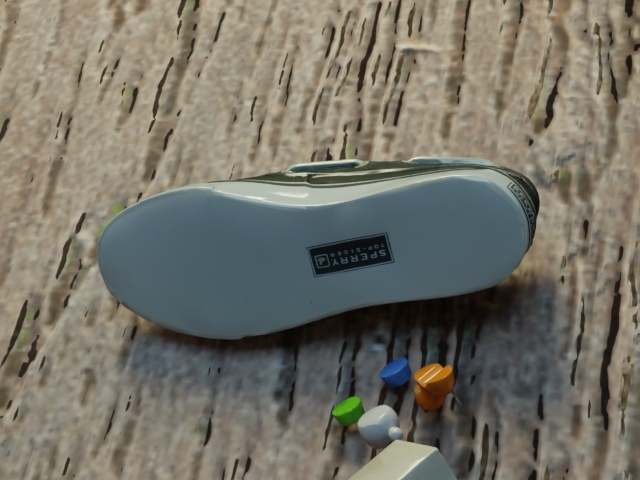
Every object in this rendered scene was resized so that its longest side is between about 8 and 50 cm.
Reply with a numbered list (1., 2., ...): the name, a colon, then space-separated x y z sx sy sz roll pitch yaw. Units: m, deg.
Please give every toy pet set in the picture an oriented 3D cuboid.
1. toy pet set: 0.034 0.117 0.763 0.122 0.065 0.114 -38 17 -22

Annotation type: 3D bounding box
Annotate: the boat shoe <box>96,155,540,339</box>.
1. boat shoe: 0.000 0.000 0.855 0.219 0.077 0.070 -4 15 15
